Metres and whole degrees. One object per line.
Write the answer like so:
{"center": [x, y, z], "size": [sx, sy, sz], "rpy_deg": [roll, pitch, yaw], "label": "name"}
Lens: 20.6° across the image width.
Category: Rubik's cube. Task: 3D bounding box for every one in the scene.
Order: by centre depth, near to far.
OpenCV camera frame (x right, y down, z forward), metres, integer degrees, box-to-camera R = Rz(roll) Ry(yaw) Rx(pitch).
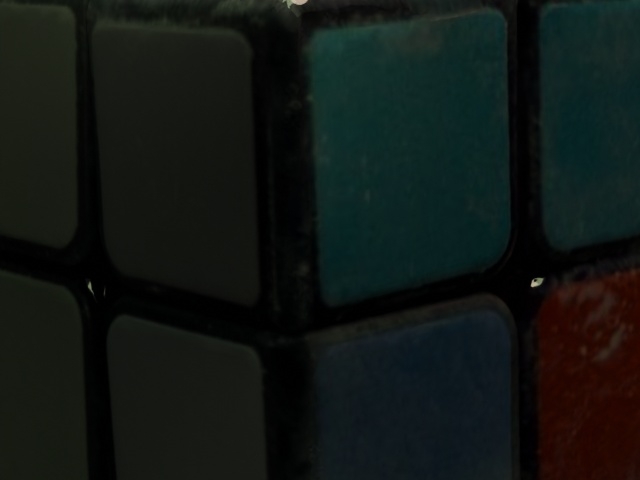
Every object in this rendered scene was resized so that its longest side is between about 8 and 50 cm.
{"center": [0.000, 0.000, 0.979], "size": [0.318, 0.316, 0.313], "rpy_deg": [-12, 14, -40], "label": "Rubik's cube"}
